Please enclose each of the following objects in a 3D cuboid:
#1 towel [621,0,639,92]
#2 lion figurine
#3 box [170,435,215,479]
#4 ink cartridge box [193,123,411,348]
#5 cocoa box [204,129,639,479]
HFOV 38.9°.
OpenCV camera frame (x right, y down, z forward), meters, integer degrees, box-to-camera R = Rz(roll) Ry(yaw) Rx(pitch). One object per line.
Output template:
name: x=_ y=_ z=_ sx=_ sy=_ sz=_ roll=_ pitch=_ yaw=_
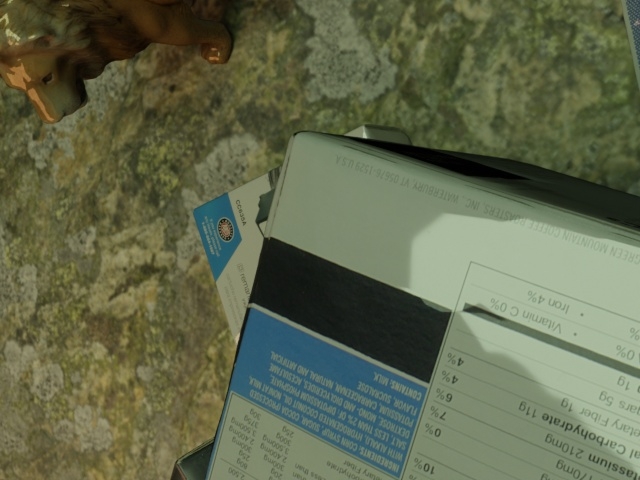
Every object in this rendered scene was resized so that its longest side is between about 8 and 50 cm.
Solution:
towel: x=0.313 y=-0.137 z=0.552 sx=0.285 sy=0.034 sz=0.209 roll=-6 pitch=101 yaw=57
lion figurine: x=-0.107 y=-0.248 z=0.753 sx=0.392 sy=0.240 sz=0.142 roll=-37 pitch=74 yaw=24
box: x=0.008 y=0.350 z=0.689 sx=0.394 sy=0.097 sz=0.318 roll=56 pitch=158 yaw=17
ink cartridge box: x=0.000 y=0.000 z=0.791 sx=0.191 sy=0.082 sz=0.139 roll=-25 pitch=79 yaw=29
cocoa box: x=0.130 y=0.078 z=0.567 sx=0.232 sy=0.347 sz=0.227 roll=21 pitch=102 yaw=27
